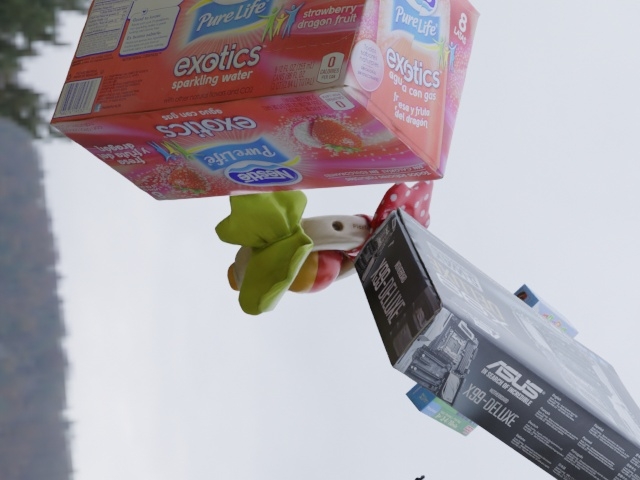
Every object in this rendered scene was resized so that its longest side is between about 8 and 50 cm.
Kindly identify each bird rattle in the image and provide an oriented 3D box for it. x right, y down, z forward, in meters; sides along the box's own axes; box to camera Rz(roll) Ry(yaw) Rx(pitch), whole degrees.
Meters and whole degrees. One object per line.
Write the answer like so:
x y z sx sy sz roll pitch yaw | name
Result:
0.000 0.000 1.735 0.207 0.253 0.143 -40 -113 58 | bird rattle

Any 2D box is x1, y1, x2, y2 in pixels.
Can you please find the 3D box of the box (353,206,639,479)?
0.182 0.120 1.499 0.076 0.307 0.242 -50 -161 12 | box

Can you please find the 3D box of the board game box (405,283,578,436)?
0.229 0.161 2.072 0.211 0.160 0.039 -45 -123 8 | board game box

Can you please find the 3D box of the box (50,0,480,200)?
-0.045 -0.135 1.235 0.300 0.142 0.154 -4 -118 37 | box

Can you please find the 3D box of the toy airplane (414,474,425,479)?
0.063 0.268 1.325 0.151 0.028 0.151 -61 -167 24 | toy airplane
